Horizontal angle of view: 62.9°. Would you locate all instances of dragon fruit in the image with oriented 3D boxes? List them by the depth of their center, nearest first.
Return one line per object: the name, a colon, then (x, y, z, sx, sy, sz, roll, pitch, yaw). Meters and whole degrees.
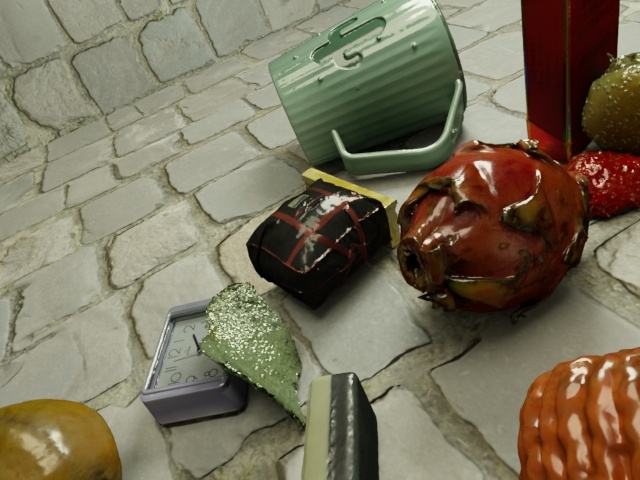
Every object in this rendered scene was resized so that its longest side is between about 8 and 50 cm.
dragon fruit: (0.232, -0.011, 0.727, 0.315, 0.250, 0.250, -43, 41, -24)

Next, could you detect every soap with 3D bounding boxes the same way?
soap: (0.055, -0.068, 1.008, 0.037, 0.092, 0.252, -34, 37, -24)

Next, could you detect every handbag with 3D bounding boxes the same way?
handbag: (0.000, 0.000, 0.893, 0.169, 0.155, 0.215, 26, 58, 38)

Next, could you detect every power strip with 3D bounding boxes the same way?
power strip: (0.021, 0.276, 0.564, 0.070, 0.105, 0.257, -14, 36, 13)

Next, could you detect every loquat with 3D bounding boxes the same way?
loquat: (-0.360, 0.305, 0.669, 0.234, 0.176, 0.187, 10, 85, 12)

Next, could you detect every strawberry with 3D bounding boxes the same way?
strawberry: (0.481, -0.102, 0.858, 0.187, 0.082, 0.147, -8, 44, 10)

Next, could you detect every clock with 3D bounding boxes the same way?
clock: (-0.185, 0.181, 0.823, 0.144, 0.073, 0.193, -13, 37, 10)

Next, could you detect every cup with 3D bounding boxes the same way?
cup: (0.116, -0.340, 1.162, 0.392, 0.310, 0.401, -24, 33, 6)

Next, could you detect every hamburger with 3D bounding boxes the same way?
hamburger: (0.557, -0.213, 0.865, 0.215, 0.189, 0.122, 24, 61, 32)

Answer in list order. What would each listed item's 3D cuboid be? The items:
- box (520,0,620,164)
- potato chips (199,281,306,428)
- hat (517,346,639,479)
box: (0.453, -0.322, 0.943, 0.089, 0.313, 0.197, 20, 53, 42)
potato chips: (-0.090, 0.155, 0.745, 0.059, 0.167, 0.228, -58, 25, 24)
hat: (0.283, 0.293, 0.360, 0.285, 0.285, 0.400, 1, 68, 28)
